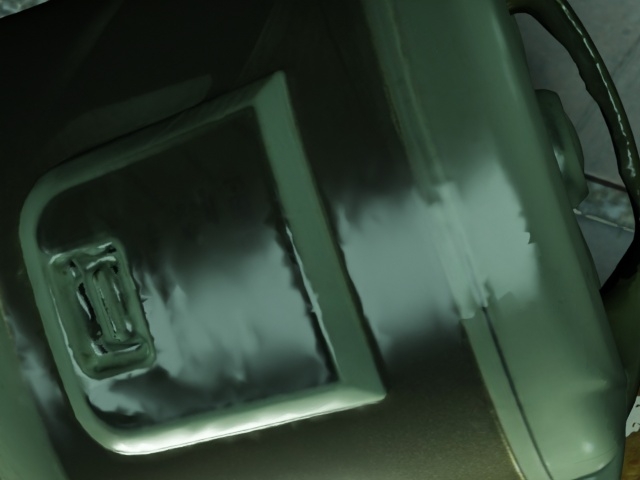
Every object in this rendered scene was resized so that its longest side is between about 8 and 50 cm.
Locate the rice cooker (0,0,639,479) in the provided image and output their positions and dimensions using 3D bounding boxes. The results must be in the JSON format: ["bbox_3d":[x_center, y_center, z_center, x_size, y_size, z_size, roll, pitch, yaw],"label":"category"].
[{"bbox_3d":[0.000,0.000,0.753,0.325,0.335,0.335,-17,110,9],"label":"rice cooker"}]

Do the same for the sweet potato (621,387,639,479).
[{"bbox_3d":[0.104,0.169,0.937,0.109,0.109,0.385,36,122,-11],"label":"sweet potato"}]
